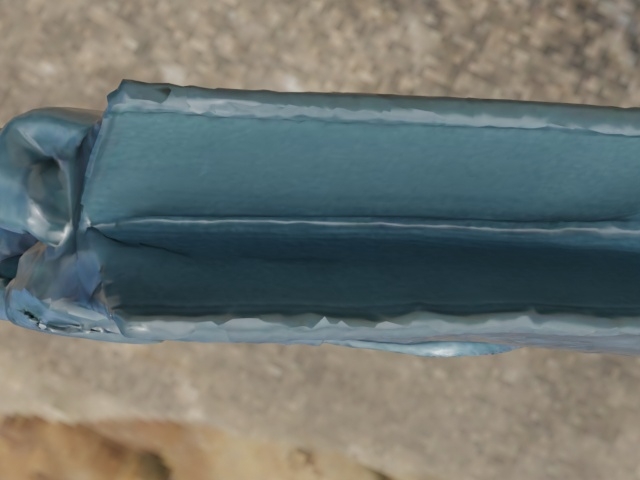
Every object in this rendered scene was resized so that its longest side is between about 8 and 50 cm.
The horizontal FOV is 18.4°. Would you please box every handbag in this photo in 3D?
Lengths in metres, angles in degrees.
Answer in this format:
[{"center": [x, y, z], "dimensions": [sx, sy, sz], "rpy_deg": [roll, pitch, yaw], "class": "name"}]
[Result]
[{"center": [0.000, 0.000, 0.475], "dimensions": [0.179, 0.062, 0.229], "rpy_deg": [0, 178, -17], "class": "handbag"}]
